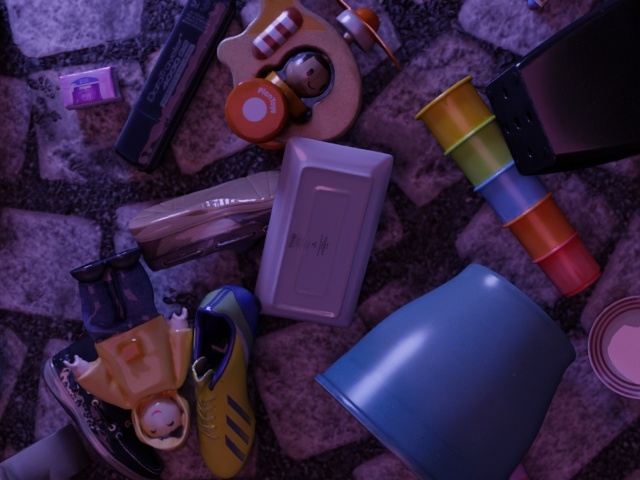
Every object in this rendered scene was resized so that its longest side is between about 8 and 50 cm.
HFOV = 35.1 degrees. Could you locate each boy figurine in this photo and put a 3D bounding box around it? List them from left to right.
[{"bbox_3d":[-0.254,0.159,1.367,0.177,0.092,0.285,-17,94,-13],"label":"boy figurine"}]

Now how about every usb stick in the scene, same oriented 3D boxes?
[{"bbox_3d":[-0.206,-0.228,1.433,0.077,0.045,0.278,31,98,21],"label":"usb stick"}]

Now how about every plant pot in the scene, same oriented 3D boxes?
[{"bbox_3d":[0.176,0.178,1.296,0.272,0.271,0.255,42,83,5],"label":"plant pot"},{"bbox_3d":[0.317,-0.174,1.252,0.167,0.188,0.187,-22,90,-10],"label":"plant pot"}]

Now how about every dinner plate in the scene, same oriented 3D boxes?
[{"bbox_3d":[0.432,0.143,1.360,0.141,0.017,0.141,0,92,10],"label":"dinner plate"}]

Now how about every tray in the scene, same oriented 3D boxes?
[{"bbox_3d":[0.000,0.000,1.357,0.145,0.030,0.270,11,115,-6],"label":"tray"}]

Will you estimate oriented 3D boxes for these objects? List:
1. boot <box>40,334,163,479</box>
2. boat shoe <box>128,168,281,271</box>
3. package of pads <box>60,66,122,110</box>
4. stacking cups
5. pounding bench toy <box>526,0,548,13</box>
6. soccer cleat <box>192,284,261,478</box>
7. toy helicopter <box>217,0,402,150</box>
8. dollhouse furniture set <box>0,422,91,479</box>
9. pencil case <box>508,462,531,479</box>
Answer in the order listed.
[{"bbox_3d":[-0.266,0.215,1.449,0.178,0.085,0.236,-41,88,6],"label":"boot"},{"bbox_3d":[-0.119,-0.027,1.408,0.285,0.103,0.092,-15,115,-1],"label":"boat shoe"},{"bbox_3d":[-0.331,-0.219,1.461,0.083,0.032,0.050,-9,90,10],"label":"package of pads"},{"bbox_3d":[0.250,-0.063,1.343,0.096,0.096,0.316,-34,88,10],"label":"stacking cups"},{"bbox_3d":[0.280,-0.352,1.341,0.083,0.052,0.065,44,99,5],"label":"pounding bench toy"},{"bbox_3d":[-0.144,0.202,1.388,0.093,0.121,0.289,13,108,24],"label":"soccer cleat"},{"bbox_3d":[-0.031,-0.301,1.357,0.235,0.140,0.355,-15,87,9],"label":"toy helicopter"},{"bbox_3d":[-0.361,0.485,1.391,0.362,0.256,0.394,-29,88,10],"label":"dollhouse furniture set"},{"bbox_3d":[0.322,0.423,1.347,0.284,0.124,0.124,42,99,4],"label":"pencil case"}]
